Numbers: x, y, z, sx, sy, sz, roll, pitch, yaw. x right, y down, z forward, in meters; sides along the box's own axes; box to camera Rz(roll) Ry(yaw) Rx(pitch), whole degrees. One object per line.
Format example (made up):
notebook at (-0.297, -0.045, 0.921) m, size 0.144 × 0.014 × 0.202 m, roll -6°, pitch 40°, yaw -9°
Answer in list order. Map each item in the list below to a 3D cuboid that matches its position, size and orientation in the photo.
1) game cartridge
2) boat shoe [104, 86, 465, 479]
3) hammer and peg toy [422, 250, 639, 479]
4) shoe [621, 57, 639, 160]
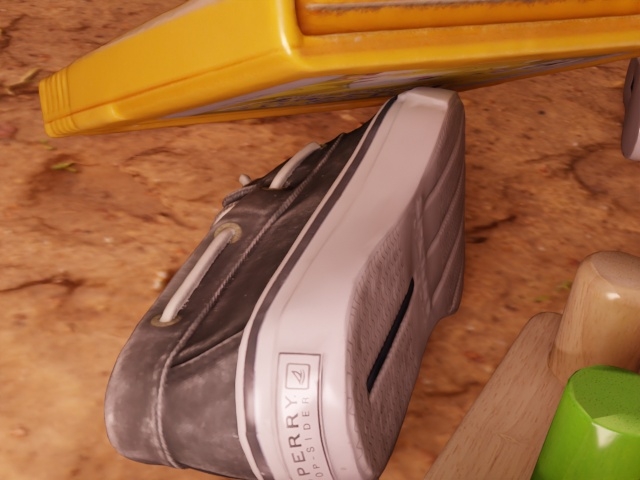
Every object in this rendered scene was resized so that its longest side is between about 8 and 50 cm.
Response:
game cartridge at (0.020, -0.103, 0.644) m, size 0.285 × 0.052 × 0.324 m, roll -10°, pitch 2°, yaw -30°
boat shoe at (0.000, 0.000, 0.543) m, size 0.119 × 0.121 × 0.335 m, roll 1°, pitch 19°, yaw 17°
hammer and peg toy at (0.181, 0.110, 0.410) m, size 0.266 × 0.127 × 0.361 m, roll 23°, pitch 33°, yaw 19°
shoe at (0.277, -0.104, 0.861) m, size 0.081 × 0.063 × 0.178 m, roll 13°, pitch 27°, yaw 9°
